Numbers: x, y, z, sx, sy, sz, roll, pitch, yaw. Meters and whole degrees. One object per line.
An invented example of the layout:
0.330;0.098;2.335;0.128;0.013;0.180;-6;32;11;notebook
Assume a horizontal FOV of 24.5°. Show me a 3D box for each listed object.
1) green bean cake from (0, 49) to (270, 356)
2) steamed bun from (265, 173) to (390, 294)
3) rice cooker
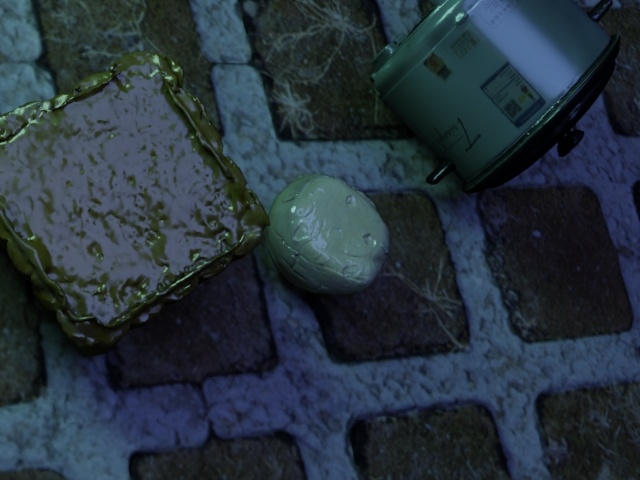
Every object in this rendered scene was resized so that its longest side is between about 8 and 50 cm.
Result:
-0.187;-0.036;1.352;0.230;0.131;0.224;-33;87;-16;green bean cake
0.000;0.000;1.502;0.130;0.091;0.112;37;58;-16;steamed bun
0.198;-0.181;1.618;0.227;0.241;0.280;44;89;-2;rice cooker
